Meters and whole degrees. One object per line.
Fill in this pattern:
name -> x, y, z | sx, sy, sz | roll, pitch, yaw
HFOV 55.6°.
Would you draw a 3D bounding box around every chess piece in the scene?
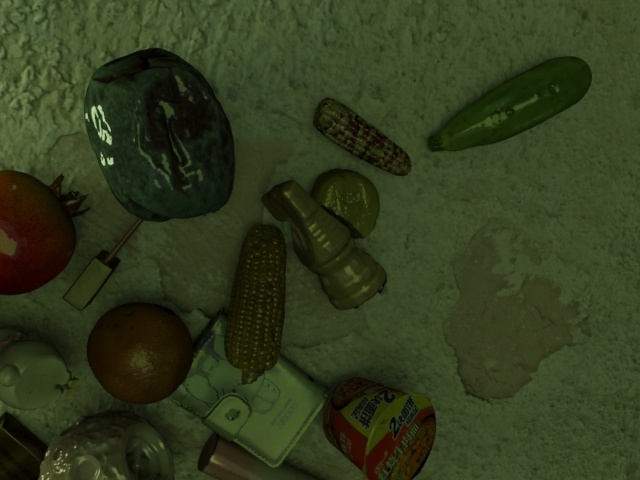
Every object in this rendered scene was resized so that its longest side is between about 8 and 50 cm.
chess piece -> 0.000, 0.000, 1.226 | 0.137, 0.137, 0.301 | -39, 113, -1

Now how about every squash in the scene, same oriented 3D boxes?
squash -> 0.400, -0.277, 1.273 | 0.370, 0.118, 0.118 | -26, 106, -3

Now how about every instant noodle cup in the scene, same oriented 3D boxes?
instant noodle cup -> 0.117, 0.400, 1.304 | 0.213, 0.174, 0.214 | -10, 105, -38

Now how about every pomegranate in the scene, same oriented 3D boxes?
pomegranate -> -0.539, -0.025, 1.089 | 0.256, 0.220, 0.221 | -38, 109, -29

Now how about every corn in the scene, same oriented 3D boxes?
corn -> -0.126, 0.127, 1.223 | 0.119, 0.119, 0.322 | 10, 77, -14
corn -> 0.089, -0.208, 1.246 | 0.237, 0.079, 0.080 | 28, 95, -19

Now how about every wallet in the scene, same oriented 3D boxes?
wallet -> -0.156, 0.321, 1.307 | 0.309, 0.077, 0.223 | 39, 89, -15

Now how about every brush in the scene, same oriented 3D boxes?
brush -> -0.403, 0.023, 1.178 | 0.047, 0.103, 0.233 | 37, 91, -13

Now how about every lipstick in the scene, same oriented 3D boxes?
lipstick -> -0.110, 0.535, 1.356 | 0.326, 0.087, 0.087 | 31, 94, -16

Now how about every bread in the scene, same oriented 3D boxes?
bread -> 0.060, -0.083, 1.261 | 0.156, 0.086, 0.125 | 39, 86, -19

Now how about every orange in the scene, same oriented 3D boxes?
orange -> -0.350, 0.215, 1.183 | 0.205, 0.206, 0.206 | -2, 103, -11

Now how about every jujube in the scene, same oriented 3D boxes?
jujube -> -0.288, -0.188, 1.093 | 0.246, 0.215, 0.308 | -14, 98, -30

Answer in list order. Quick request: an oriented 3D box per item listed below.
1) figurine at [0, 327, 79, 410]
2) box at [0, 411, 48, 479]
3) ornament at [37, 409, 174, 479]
figurine -> -0.588, 0.225, 1.167 | 0.155, 0.235, 0.127 | 11, 98, -54
box -> -0.680, 0.489, 1.238 | 0.240, 0.071, 0.159 | -39, 109, -2
ornament -> -0.424, 0.468, 1.193 | 0.225, 0.259, 0.259 | -28, 107, 16
